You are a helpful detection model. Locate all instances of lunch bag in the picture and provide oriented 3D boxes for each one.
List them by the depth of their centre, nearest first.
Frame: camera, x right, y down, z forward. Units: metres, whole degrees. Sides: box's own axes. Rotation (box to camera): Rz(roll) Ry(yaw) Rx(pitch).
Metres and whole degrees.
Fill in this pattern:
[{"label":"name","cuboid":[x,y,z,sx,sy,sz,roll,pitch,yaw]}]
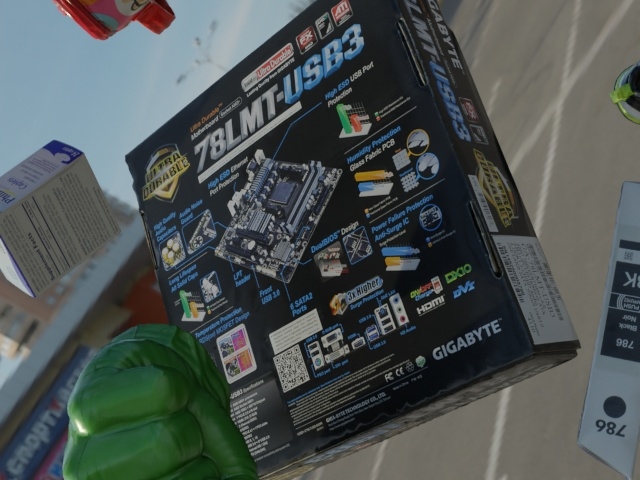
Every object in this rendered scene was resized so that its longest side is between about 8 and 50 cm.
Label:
[{"label":"lunch bag","cuboid":[-0.265,-0.335,1.191,0.120,0.258,0.293,-42,17,8]}]

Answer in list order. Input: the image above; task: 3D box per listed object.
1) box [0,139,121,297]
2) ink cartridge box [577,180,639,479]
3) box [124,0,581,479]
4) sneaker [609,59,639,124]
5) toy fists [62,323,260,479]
[{"label":"box","cuboid":[-0.326,-0.027,1.245,0.137,0.072,0.126,-41,-46,-27]},{"label":"ink cartridge box","cuboid":[0.313,0.112,1.089,0.165,0.065,0.332,16,-97,-75]},{"label":"box","cuboid":[0.000,0.000,0.762,0.295,0.293,0.073,-32,-24,34]},{"label":"sneaker","cuboid":[0.383,-0.167,0.972,0.235,0.084,0.097,-25,-9,9]},{"label":"toy fists","cuboid":[-0.068,0.186,0.646,0.096,0.279,0.142,-17,19,12]}]
